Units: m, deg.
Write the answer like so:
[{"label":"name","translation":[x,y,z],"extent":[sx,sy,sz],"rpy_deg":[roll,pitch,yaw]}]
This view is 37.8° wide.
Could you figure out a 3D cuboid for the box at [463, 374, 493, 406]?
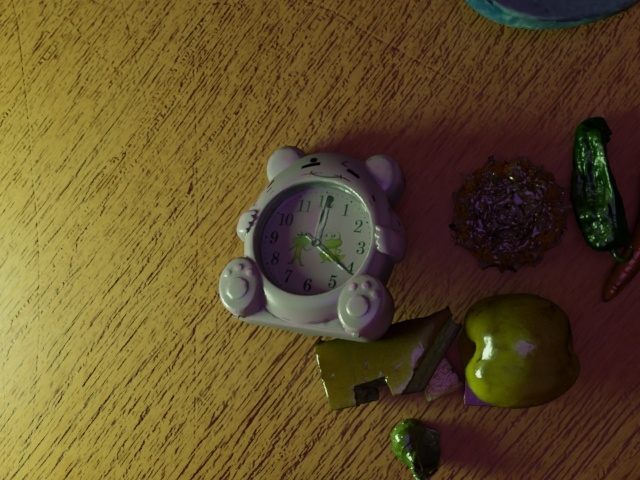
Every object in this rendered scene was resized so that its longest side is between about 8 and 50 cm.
[{"label":"box","translation":[0.291,0.262,1.629],"extent":[0.082,0.023,0.051],"rpy_deg":[2,90,7]}]

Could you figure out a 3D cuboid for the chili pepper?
[{"label":"chili pepper","translation":[0.472,-0.084,1.582],"extent":[0.100,0.074,0.257],"rpy_deg":[-15,82,39]}]

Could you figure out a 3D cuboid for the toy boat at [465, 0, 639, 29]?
[{"label":"toy boat","translation":[0.386,-0.466,1.602],"extent":[0.330,0.123,0.215],"rpy_deg":[-11,96,-5]}]

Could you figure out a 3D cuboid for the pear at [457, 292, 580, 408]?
[{"label":"pear","translation":[0.327,0.180,1.545],"extent":[0.200,0.200,0.200],"rpy_deg":[0,89,7]}]

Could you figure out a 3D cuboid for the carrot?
[{"label":"carrot","translation":[0.552,-0.016,1.588],"extent":[0.066,0.062,0.271],"rpy_deg":[13,95,-26]}]

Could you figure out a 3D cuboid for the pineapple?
[{"label":"pineapple","translation":[0.322,-0.047,1.602],"extent":[0.225,0.076,0.225],"rpy_deg":[-1,85,10]}]

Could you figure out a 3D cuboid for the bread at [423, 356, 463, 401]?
[{"label":"bread","translation":[0.201,0.234,1.635],"extent":[0.070,0.035,0.083],"rpy_deg":[-31,79,5]}]

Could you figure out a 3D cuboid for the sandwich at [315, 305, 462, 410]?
[{"label":"sandwich","translation":[0.126,0.203,1.580],"extent":[0.236,0.122,0.128],"rpy_deg":[-18,73,16]}]

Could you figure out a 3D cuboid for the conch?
[{"label":"conch","translation":[0.169,0.357,1.617],"extent":[0.089,0.074,0.121],"rpy_deg":[-11,49,-8]}]

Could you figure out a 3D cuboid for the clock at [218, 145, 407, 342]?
[{"label":"clock","translation":[0.000,0.000,1.583],"extent":[0.295,0.113,0.322],"rpy_deg":[7,73,19]}]
